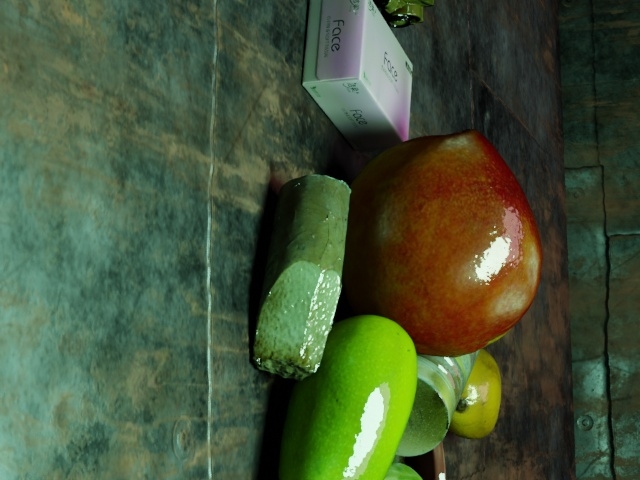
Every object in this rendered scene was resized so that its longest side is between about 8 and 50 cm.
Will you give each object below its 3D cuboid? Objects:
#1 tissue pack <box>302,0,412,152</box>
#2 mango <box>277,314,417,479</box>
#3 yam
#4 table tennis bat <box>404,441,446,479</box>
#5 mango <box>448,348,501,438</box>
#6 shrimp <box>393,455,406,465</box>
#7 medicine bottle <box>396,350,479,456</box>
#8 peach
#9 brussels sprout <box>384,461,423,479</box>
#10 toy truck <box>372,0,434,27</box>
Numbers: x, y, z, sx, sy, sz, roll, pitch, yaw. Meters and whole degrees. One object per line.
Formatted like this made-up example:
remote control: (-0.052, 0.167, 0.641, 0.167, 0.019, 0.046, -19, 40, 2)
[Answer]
tissue pack: (0.061, -0.243, 1.896, 0.246, 0.093, 0.148, 44, 48, -63)
mango: (0.030, 0.236, 1.628, 0.192, 0.156, 0.343, 89, 16, -46)
yam: (-0.023, 0.041, 1.613, 0.106, 0.106, 0.259, 57, 34, -54)
table tennis bat: (0.162, 0.436, 2.030, 0.200, 0.038, 0.310, 136, -45, -76)
mango: (0.284, 0.286, 2.401, 0.317, 0.119, 0.176, 29, 57, -77)
shrimp: (0.104, 0.413, 1.980, 0.150, 0.051, 0.217, 33, 49, -62)
medicine bottle: (0.162, 0.194, 2.013, 0.322, 0.151, 0.151, -53, 135, -61)
peach: (0.173, -0.002, 1.850, 0.308, 0.308, 0.332, -11, 113, -70)
brussels sprout: (0.087, 0.386, 1.823, 0.149, 0.151, 0.122, 50, 3, -20)
toy truck: (0.133, -0.441, 2.085, 0.257, 0.127, 0.127, 26, 61, -71)
